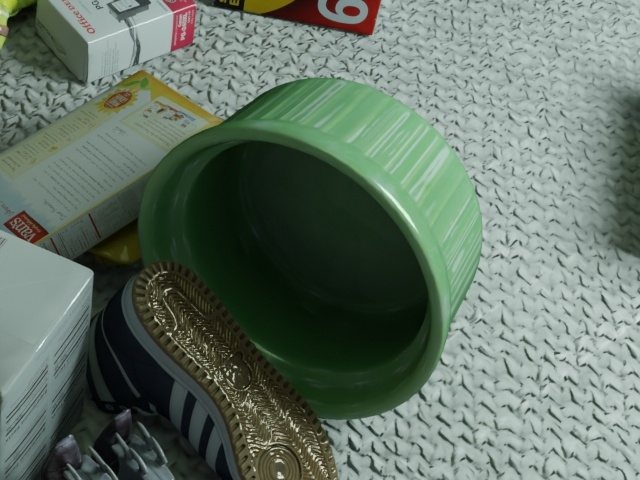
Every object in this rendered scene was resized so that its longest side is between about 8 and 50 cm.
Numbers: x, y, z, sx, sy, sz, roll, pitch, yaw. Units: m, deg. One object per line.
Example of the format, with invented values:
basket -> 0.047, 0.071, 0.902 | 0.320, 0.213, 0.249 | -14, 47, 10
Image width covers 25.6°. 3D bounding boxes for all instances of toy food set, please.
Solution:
toy food set -> -0.159, -0.039, 1.423 | 0.128, 0.071, 0.218 | 15, 49, 36

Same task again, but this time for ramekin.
ramekin -> 0.000, 0.000, 1.284 | 0.303, 0.303, 0.148 | 27, 42, 12

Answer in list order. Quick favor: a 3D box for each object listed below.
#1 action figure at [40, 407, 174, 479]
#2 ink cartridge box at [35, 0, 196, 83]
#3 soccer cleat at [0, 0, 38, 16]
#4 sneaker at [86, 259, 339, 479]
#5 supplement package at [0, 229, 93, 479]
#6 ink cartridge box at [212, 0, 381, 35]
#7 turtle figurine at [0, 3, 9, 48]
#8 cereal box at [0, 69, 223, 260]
action figure -> -0.105, 0.271, 1.136 | 0.285, 0.099, 0.185 | 46, 43, 13
ink cartridge box -> -0.235, -0.255, 1.613 | 0.150, 0.063, 0.109 | -26, 59, -31
soccer cleat -> -0.366, -0.290, 1.612 | 0.289, 0.093, 0.121 | -8, 71, -21
sneaker -> -0.104, 0.158, 1.262 | 0.099, 0.153, 0.282 | -38, 96, -40
supplement package -> -0.312, 0.099, 1.183 | 0.194, 0.203, 0.149 | 24, 48, 9
ink cartridge box -> -0.038, -0.416, 1.634 | 0.272, 0.309, 0.130 | 10, 47, -2
turtle figurine -> -0.374, -0.154, 1.383 | 0.087, 0.217, 0.269 | 44, 56, 12
cereal box -> -0.227, -0.069, 1.389 | 0.240, 0.047, 0.173 | -34, 41, -18
